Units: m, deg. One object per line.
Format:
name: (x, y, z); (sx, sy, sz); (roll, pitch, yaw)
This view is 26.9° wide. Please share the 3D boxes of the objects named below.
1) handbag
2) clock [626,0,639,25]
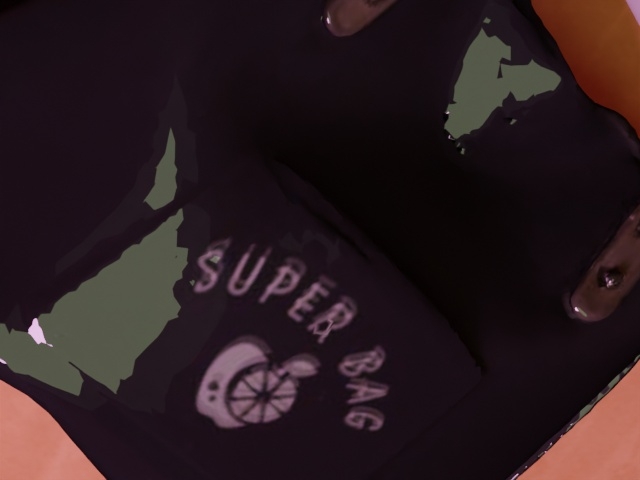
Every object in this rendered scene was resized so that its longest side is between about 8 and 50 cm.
handbag: (0.000, 0.000, 0.547); (0.288, 0.152, 0.342); (-37, 119, 12)
clock: (0.101, -0.143, 0.371); (0.083, 0.230, 0.230); (-23, 123, 19)
